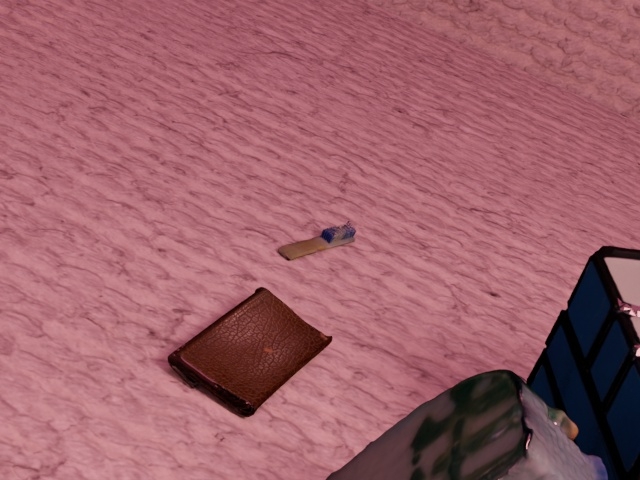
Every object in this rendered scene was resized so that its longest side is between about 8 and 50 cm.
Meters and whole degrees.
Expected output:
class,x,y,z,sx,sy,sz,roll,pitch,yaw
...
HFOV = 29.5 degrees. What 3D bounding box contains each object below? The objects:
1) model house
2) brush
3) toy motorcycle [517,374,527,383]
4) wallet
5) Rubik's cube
class,x,y,z,sx,sy,sz,roll,pitch,yaw
model house,0.194,0.337,1.201,0.329,0.295,0.251,45,17,-11
brush,0.000,0.000,1.952,0.033,0.030,0.178,45,33,21
toy motorcycle,0.259,0.271,1.561,0.307,0.108,0.173,-10,49,-48
wallet,-0.089,0.146,1.606,0.133,0.039,0.243,34,28,11
Rubik's cube,0.421,0.207,1.385,0.294,0.283,0.288,10,37,-13
